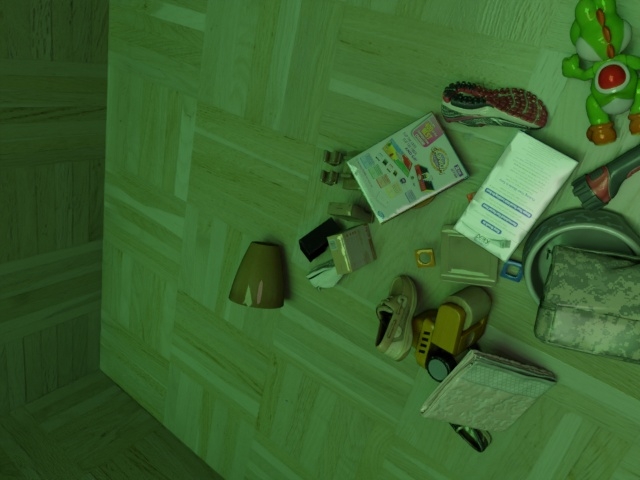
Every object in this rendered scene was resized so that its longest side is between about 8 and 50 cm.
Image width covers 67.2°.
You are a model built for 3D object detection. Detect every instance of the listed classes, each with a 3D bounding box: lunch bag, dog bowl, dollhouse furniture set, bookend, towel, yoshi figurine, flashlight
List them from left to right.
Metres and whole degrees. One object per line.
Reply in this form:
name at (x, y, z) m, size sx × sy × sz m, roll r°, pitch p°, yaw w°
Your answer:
bookend at (0.000, 0.000, 1.889) m, size 0.157 × 0.156 × 0.072 m, roll -36°, pitch 79°, yaw -7°
dollhouse furniture set at (0.126, -0.196, 1.741) m, size 0.212 × 0.161 × 0.242 m, roll 8°, pitch 86°, yaw 34°
towel at (0.537, 0.501, 1.551) m, size 0.332 × 0.053 × 0.317 m, roll 18°, pitch 123°, yaw -16°
dog bowl at (0.745, 0.088, 1.357) m, size 0.349 × 0.102 × 0.348 m, roll 11°, pitch 112°, yaw 28°
lunch bag at (0.714, 0.151, 1.209) m, size 0.305 × 0.213 × 0.255 m, roll 10°, pitch 94°, yaw 25°
yoshi figurine at (0.728, -0.442, 1.220) m, size 0.362 × 0.204 × 0.203 m, roll 67°, pitch 170°, yaw -17°
flashlight at (0.809, -0.189, 1.233) m, size 0.304 × 0.103 × 0.103 m, roll -38°, pitch 75°, yaw 41°

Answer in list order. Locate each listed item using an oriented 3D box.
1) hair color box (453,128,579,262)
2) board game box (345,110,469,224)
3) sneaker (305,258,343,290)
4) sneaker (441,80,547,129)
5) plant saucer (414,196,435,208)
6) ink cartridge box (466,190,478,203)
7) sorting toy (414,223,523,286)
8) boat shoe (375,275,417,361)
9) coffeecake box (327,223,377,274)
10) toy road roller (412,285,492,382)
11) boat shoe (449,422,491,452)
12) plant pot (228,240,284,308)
hair color box at (0.564, -0.127, 1.405) m, size 0.185 × 0.110 × 0.338 m, roll 37°, pitch 111°, yaw 19°
board game box at (0.277, -0.228, 1.557) m, size 0.317 × 0.064 × 0.242 m, roll -28°, pitch 86°, yaw 12°
sneaker at (0.052, 0.130, 1.907) m, size 0.235 × 0.090 × 0.094 m, roll -24°, pitch 102°, yaw 41°
sneaker at (0.506, -0.381, 1.413) m, size 0.299 × 0.120 × 0.112 m, roll 20°, pitch 150°, yaw 19°
plant saucer at (0.303, -0.203, 1.626) m, size 0.200 × 0.037 × 0.199 m, roll 6°, pitch 104°, yaw 26°
ink cartridge box at (0.507, -0.098, 1.535) m, size 0.063 × 0.029 × 0.115 m, roll -19°, pitch 93°, yaw 38°
sorting toy at (0.483, 0.045, 1.570) m, size 0.348 × 0.047 × 0.195 m, roll 6°, pitch 108°, yaw 23°
boat shoe at (0.250, 0.239, 1.637) m, size 0.110 × 0.341 × 0.121 m, roll 27°, pitch 131°, yaw -12°
coffeecake box at (0.118, 0.029, 1.753) m, size 0.068 × 0.185 × 0.142 m, roll -13°, pitch 96°, yaw 37°
toy road roller at (0.405, 0.288, 1.622) m, size 0.241 × 0.203 × 0.329 m, roll 29°, pitch 121°, yaw 38°
boat shoe at (0.509, 0.659, 1.729) m, size 0.223 × 0.073 × 0.080 m, roll 44°, pitch 124°, yaw 17°
plant pot at (-0.255, 0.137, 2.047) m, size 0.237 × 0.237 × 0.254 m, roll 13°, pitch 98°, yaw 32°
